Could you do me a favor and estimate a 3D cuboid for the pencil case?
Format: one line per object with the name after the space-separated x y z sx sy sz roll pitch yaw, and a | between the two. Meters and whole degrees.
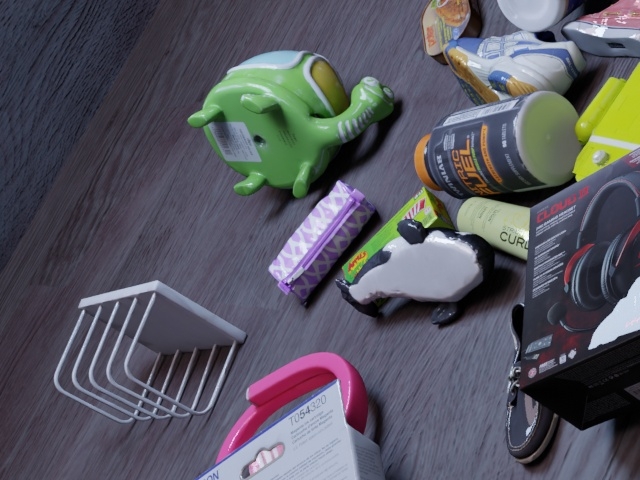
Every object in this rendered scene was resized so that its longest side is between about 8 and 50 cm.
0.000 0.000 2.108 0.206 0.086 0.088 -53 -7 5 | pencil case

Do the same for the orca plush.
0.154 0.042 1.839 0.102 0.151 0.287 -29 -9 -39 | orca plush

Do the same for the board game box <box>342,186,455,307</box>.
0.115 0.015 1.957 0.181 0.043 0.092 -45 28 17 | board game box

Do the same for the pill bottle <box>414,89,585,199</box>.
0.238 -0.125 1.826 0.245 0.130 0.130 -9 51 55 | pill bottle

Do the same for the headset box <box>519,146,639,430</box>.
0.337 0.031 1.439 0.218 0.110 0.293 -31 35 41 | headset box

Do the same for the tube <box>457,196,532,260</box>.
0.272 -0.011 1.724 0.240 0.062 0.070 22 117 58 | tube

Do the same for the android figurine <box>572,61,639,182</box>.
0.415 -0.139 1.643 0.273 0.056 0.248 -54 27 -3 | android figurine

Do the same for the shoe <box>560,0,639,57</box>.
0.416 -0.304 1.822 0.081 0.063 0.178 -57 32 -8 | shoe

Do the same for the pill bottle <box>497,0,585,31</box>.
0.349 -0.389 1.915 0.112 0.112 0.186 -18 17 50 | pill bottle

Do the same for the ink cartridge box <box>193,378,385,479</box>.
-0.041 0.397 1.690 0.324 0.071 0.330 -38 41 30 | ink cartridge box

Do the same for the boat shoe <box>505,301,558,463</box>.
0.240 0.165 1.560 0.075 0.065 0.206 -26 39 43 | boat shoe

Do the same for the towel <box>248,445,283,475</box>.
-0.033 0.308 1.877 0.197 0.029 0.144 -43 30 21 | towel

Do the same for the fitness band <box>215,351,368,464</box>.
-0.046 0.272 1.855 0.291 0.054 0.209 -32 35 34 | fitness band

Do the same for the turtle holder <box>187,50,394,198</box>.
-0.051 -0.234 2.300 0.320 0.243 0.227 -34 15 51 | turtle holder

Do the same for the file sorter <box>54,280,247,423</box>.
-0.301 0.203 2.252 0.277 0.193 0.173 -15 49 52 | file sorter

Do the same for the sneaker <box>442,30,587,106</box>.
0.290 -0.259 1.953 0.131 0.112 0.296 -39 29 -5 | sneaker

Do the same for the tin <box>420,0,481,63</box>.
0.222 -0.372 2.238 0.106 0.040 0.190 -35 33 26 | tin
